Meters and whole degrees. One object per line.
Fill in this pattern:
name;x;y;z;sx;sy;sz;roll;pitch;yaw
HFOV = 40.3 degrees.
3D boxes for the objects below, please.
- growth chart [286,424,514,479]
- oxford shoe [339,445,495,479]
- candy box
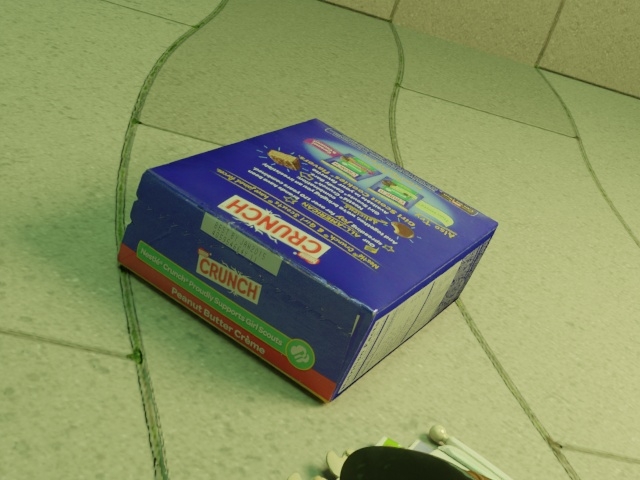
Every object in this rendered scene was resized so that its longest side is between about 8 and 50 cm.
growth chart;0.080;0.216;0.686;0.172;0.021;0.237;37;32;30
oxford shoe;0.115;0.208;0.649;0.212;0.076;0.076;21;-1;7
candy box;0.000;0.000;0.919;0.268;0.122;0.317;32;28;20
